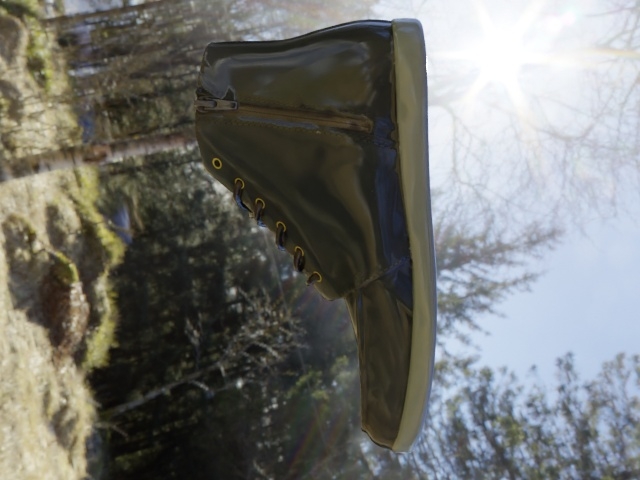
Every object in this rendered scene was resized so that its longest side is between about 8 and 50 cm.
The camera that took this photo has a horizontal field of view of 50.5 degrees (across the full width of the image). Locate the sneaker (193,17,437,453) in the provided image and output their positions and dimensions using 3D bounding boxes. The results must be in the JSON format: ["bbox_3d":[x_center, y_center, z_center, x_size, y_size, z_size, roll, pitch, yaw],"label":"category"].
[{"bbox_3d":[0.000,0.000,0.361,0.083,0.118,0.222,-1,89,-83],"label":"sneaker"}]
